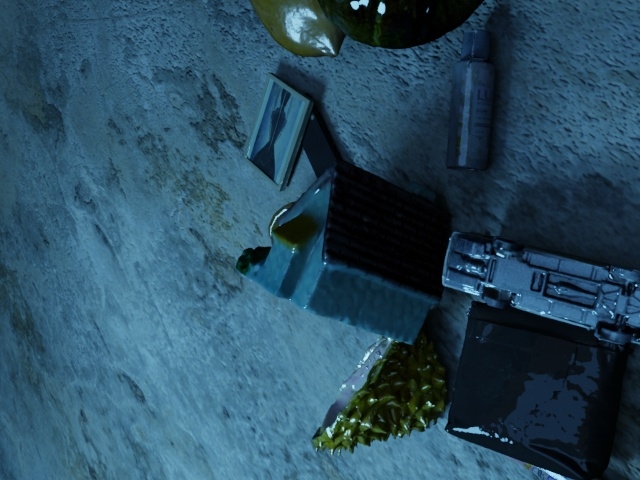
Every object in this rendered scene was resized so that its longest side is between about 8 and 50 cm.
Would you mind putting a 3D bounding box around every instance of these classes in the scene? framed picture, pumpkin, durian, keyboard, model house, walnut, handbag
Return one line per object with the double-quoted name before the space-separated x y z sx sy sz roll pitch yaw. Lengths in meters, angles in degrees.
"framed picture" -0.092 -0.224 1.297 0.150 0.015 0.203 43 124 36
"pumpkin" 0.119 -0.446 0.956 0.320 0.192 0.321 -2 73 7
"durian" 0.077 0.284 1.081 0.305 0.195 0.186 -46 70 30
"keyboard" 0.000 -0.179 1.235 0.072 0.023 0.231 -41 66 42
"model house" 0.050 -0.007 1.018 0.230 0.280 0.249 24 92 54
"walnut" -0.036 -0.453 1.141 0.203 0.203 0.298 -30 76 38
"handbag" 0.310 0.213 0.927 0.246 0.080 0.223 10 89 40

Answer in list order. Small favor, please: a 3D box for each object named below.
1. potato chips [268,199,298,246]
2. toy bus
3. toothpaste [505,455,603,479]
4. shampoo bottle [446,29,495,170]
"potato chips" 0.000 0.001 1.210 0.195 0.062 0.208 48 121 9
"toy bus" 0.345 0.061 0.867 0.342 0.138 0.097 16 102 38
"toothpaste" 0.352 0.339 0.941 0.194 0.042 0.067 27 109 43
"shampoo bottle" 0.239 -0.219 0.993 0.072 0.072 0.214 8 97 41
